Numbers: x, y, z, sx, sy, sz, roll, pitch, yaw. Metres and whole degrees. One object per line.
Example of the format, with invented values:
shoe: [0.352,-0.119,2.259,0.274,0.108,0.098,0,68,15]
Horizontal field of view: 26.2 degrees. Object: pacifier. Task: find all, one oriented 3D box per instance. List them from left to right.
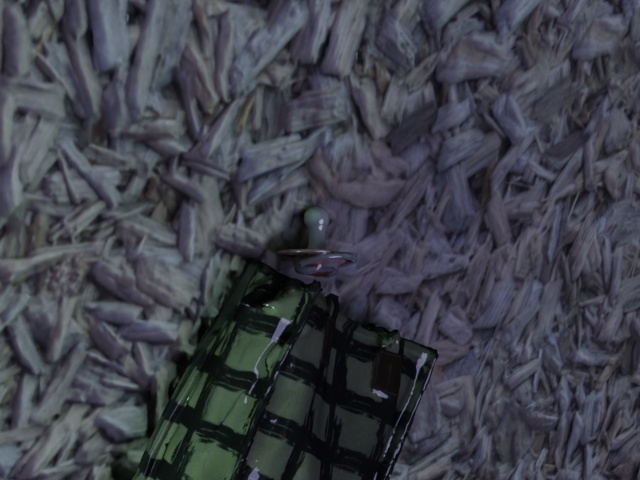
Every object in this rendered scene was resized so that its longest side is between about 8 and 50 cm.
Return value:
pacifier: [0.000,0.000,1.511,0.099,0.081,0.078,9,78,-51]

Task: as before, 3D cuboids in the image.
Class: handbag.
handbag: [-0.035,0.217,1.533,0.325,0.162,0.327,34,81,-55]
